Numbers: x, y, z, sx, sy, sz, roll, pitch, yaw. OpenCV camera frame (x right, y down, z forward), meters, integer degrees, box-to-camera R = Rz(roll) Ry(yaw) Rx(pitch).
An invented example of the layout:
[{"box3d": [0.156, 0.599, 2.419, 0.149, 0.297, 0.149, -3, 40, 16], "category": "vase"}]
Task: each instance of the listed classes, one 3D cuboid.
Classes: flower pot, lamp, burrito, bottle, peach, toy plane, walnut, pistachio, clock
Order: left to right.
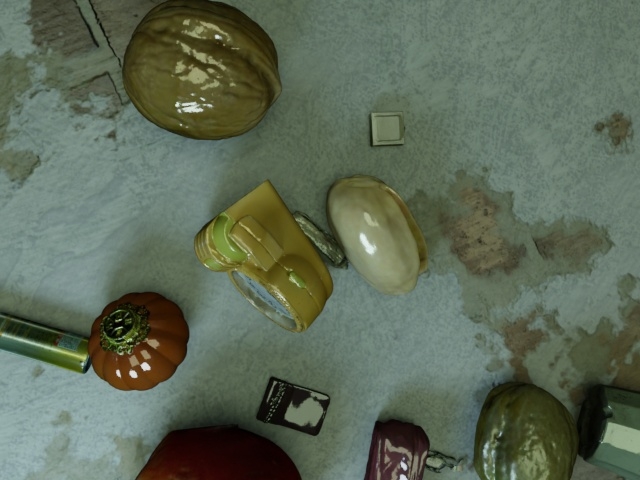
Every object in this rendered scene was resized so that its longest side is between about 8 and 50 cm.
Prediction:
[{"box3d": [-0.651, 0.220, 1.423, 0.286, 0.082, 0.082, 18, 90, -6], "category": "bottle"}, {"box3d": [-0.396, 0.219, 1.395, 0.223, 0.196, 0.223, -6, 59, 9], "category": "lamp"}, {"box3d": [-0.243, -0.358, 1.351, 0.332, 0.333, 0.333, 0, 92, -6], "category": "walnut"}, {"box3d": [-0.228, 0.550, 1.356, 0.405, 0.335, 0.310, 2, 71, -2], "category": "peach"}, {"box3d": [-0.110, 0.052, 1.401, 0.200, 0.244, 0.317, -45, 99, -18], "category": "clock"}, {"box3d": [0.000, 0.000, 1.503, 0.188, 0.045, 0.058, 42, 71, -4], "category": "burrito"}, {"box3d": [0.126, -0.016, 1.456, 0.187, 0.187, 0.299, -32, 101, -4], "category": "pistachio"}, {"box3d": [0.293, 0.543, 1.560, 0.120, 0.031, 0.049, 20, 81, -3], "category": "toy plane"}, {"box3d": [0.477, 0.472, 1.479, 0.282, 0.227, 0.283, 2, 85, -19], "category": "walnut"}, {"box3d": [0.764, 0.466, 1.512, 0.259, 0.290, 0.290, 15, 90, 7], "category": "flower pot"}]

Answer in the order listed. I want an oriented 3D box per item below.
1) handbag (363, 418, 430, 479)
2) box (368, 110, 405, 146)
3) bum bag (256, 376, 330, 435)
[{"box3d": [0.174, 0.537, 1.489, 0.135, 0.146, 0.225, 9, 89, -3], "category": "handbag"}, {"box3d": [0.159, -0.265, 1.517, 0.083, 0.035, 0.079, -3, 92, -7], "category": "box"}, {"box3d": [-0.063, 0.398, 1.519, 0.159, 0.026, 0.109, 18, 89, -7], "category": "bum bag"}]
